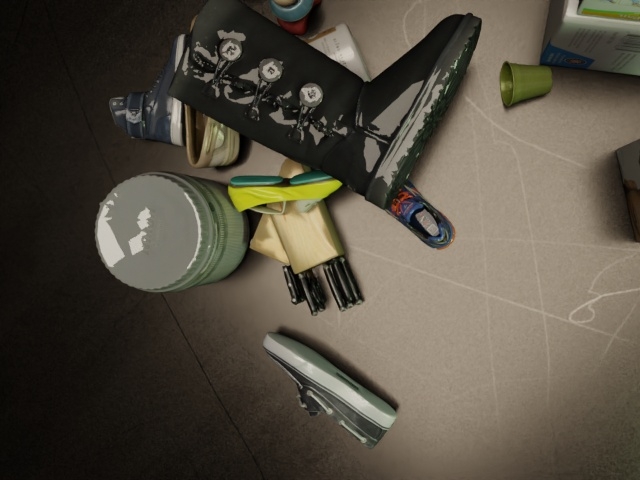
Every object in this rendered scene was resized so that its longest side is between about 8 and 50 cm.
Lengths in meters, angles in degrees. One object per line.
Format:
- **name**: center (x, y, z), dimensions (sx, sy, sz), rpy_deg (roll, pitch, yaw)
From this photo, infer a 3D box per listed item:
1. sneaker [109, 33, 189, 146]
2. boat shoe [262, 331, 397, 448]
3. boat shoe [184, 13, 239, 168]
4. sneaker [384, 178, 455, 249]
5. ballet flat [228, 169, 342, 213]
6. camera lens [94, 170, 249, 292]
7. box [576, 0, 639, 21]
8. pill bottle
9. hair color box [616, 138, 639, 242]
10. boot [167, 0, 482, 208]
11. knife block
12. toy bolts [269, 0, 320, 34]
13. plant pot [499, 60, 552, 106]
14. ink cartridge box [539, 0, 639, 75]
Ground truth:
- **sneaker**: center (-0.345, -0.314, 1.403), dimensions (0.163, 0.086, 0.226), rpy_deg (8, 94, 8)
- **boat shoe**: center (0.000, 0.295, 1.344), dimensions (0.301, 0.108, 0.102), rpy_deg (34, 95, 1)
- **boat shoe**: center (-0.225, -0.291, 1.336), dimensions (0.109, 0.098, 0.302), rpy_deg (14, 111, 43)
- **sneaker**: center (0.167, -0.068, 1.309), dimensions (0.221, 0.087, 0.083), rpy_deg (37, 97, 8)
- **ballet flat**: center (-0.058, -0.088, 1.277), dimensions (0.231, 0.077, 0.077), rpy_deg (-4, 111, 11)
- **camera lens**: center (-0.268, -0.016, 1.297), dimensions (0.219, 0.274, 0.219), rpy_deg (0, 91, 10)
- **box**: center (0.475, -0.370, 0.945), dimensions (0.203, 0.103, 0.114), rpy_deg (10, 91, 11)
- **pill bottle**: center (-0.029, -0.311, 1.320), dimensions (0.229, 0.131, 0.131), rpy_deg (-22, 87, 10)
- **hair color box**: center (0.582, -0.087, 1.101), dimensions (0.110, 0.339, 0.185), rpy_deg (-12, 89, 13)
- **boot**: center (0.003, -0.311, 1.190), dimensions (0.445, 0.146, 0.367), rpy_deg (30, 88, 13)
- **knife block**: center (0.000, 0.000, 1.342), dimensions (0.242, 0.088, 0.275), rpy_deg (23, 95, 9)
- **toy bolts**: center (-0.129, -0.469, 1.321), dimensions (0.229, 0.158, 0.218), rpy_deg (23, 95, 10)
- **plant pot**: center (0.384, -0.294, 1.274), dimensions (0.079, 0.083, 0.083), rpy_deg (-5, 90, -1)
- **ink cartridge box**: center (0.590, -0.374, 1.122), dimensions (0.395, 0.285, 0.166), rpy_deg (10, 93, 10)
